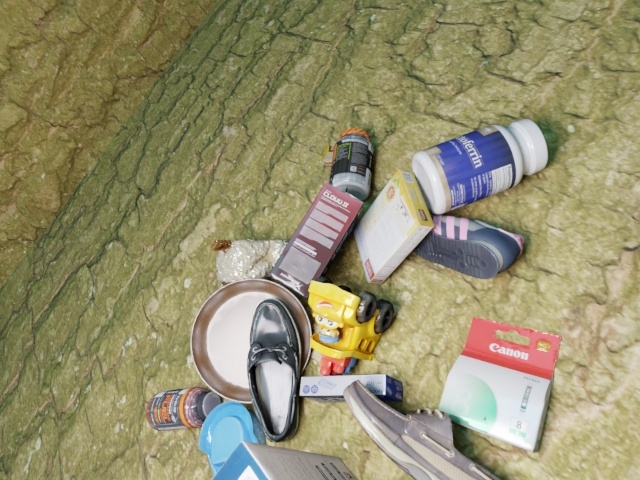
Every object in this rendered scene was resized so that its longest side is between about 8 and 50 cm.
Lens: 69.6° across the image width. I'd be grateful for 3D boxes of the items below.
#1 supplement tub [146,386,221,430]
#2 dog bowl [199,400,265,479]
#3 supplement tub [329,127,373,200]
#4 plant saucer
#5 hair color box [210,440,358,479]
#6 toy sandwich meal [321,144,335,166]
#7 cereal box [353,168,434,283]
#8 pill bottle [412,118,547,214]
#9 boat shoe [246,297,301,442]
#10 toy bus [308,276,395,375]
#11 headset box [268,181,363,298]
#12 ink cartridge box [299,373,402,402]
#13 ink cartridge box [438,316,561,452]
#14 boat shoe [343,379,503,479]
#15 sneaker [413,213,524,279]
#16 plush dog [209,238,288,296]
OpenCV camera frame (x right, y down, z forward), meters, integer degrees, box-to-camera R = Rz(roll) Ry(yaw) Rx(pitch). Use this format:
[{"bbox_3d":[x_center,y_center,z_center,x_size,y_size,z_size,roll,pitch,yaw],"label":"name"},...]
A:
[{"bbox_3d":[-0.365,0.452,1.241,0.198,0.106,0.105,-16,57,26],"label":"supplement tub"},{"bbox_3d":[-0.203,0.543,1.103,0.166,0.074,0.297,-25,54,21],"label":"dog bowl"},{"bbox_3d":[0.089,-0.214,1.303,0.117,0.117,0.190,-7,61,31],"label":"supplement tub"},{"bbox_3d":[-0.176,0.254,1.187,0.311,0.050,0.310,-1,76,3],"label":"plant saucer"},{"bbox_3d":[-0.025,0.480,0.836,0.105,0.347,0.174,-52,49,-2],"label":"hair color box"},{"bbox_3d":[0.038,-0.265,1.423,0.086,0.029,0.085,-16,57,26],"label":"toy sandwich meal"},{"bbox_3d":[0.167,-0.029,1.112,0.240,0.048,0.172,123,144,-45],"label":"cereal box"},{"bbox_3d":[0.357,-0.171,1.043,0.265,0.153,0.153,-21,53,0],"label":"pill bottle"},{"bbox_3d":[-0.114,0.301,1.090,0.127,0.113,0.339,-2,77,4],"label":"boat shoe"},{"bbox_3d":[0.046,0.206,1.037,0.150,0.220,0.211,18,82,34],"label":"toy bus"},{"bbox_3d":[0.000,0.000,1.166,0.110,0.218,0.293,30,83,5],"label":"headset box"},{"bbox_3d":[0.068,0.331,1.024,0.207,0.097,0.046,-12,59,29],"label":"ink cartridge box"},{"bbox_3d":[0.350,0.267,0.902,0.181,0.056,0.224,9,72,37],"label":"ink cartridge box"},{"bbox_3d":[0.198,0.385,0.869,0.355,0.132,0.130,41,75,18],"label":"boat shoe"},{"bbox_3d":[0.313,-0.008,1.067,0.131,0.112,0.319,-25,33,-25],"label":"sneaker"},{"bbox_3d":[-0.221,0.112,1.301,0.263,0.211,0.225,-3,87,32],"label":"plush dog"}]
